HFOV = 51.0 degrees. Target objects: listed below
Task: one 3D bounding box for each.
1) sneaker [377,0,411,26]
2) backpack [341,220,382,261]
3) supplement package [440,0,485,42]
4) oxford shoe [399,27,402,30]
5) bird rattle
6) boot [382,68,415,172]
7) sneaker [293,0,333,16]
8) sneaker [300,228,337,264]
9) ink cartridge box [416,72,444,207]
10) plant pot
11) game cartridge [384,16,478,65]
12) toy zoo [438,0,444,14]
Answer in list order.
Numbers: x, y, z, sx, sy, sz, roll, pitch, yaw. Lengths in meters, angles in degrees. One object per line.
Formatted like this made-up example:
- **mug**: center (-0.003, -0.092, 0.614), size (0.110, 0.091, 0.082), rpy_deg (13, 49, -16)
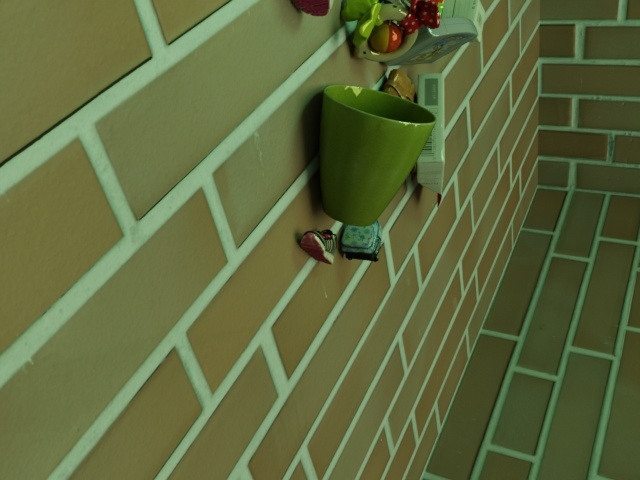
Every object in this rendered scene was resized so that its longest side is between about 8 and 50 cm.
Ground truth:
- **sneaker**: center (0.205, -0.616, 1.730), size (0.153, 0.235, 0.094), rpy_deg (-34, 99, -40)
- **backpack**: center (0.115, -0.011, 1.832), size (0.084, 0.105, 0.114), rpy_deg (59, 41, -53)
- **supplement package**: center (0.414, -0.694, 2.119), size (0.105, 0.179, 0.105), rpy_deg (17, 83, -63)
- **oxford shoe**: center (0.296, -0.759, 1.936), size (0.133, 0.130, 0.363), rpy_deg (21, 80, -69)
- **bird rattle**: center (0.175, -0.542, 1.684), size (0.207, 0.254, 0.143), rpy_deg (107, -33, -55)
- **boot**: center (0.232, -0.344, 1.982), size (0.283, 0.109, 0.220), rpy_deg (43, 55, -50)
- **sneaker**: center (-0.021, -0.589, 1.390), size (0.111, 0.103, 0.252), rpy_deg (-60, 147, -32)
- **sneaker**: center (0.000, 0.000, 1.660), size (0.170, 0.063, 0.074), rpy_deg (49, 56, -63)
- **ink cartridge box**: center (0.355, -0.313, 2.198), size (0.385, 0.091, 0.308), rpy_deg (71, 20, -70)
- **plant pot**: center (0.107, -0.193, 1.631), size (0.275, 0.275, 0.293), rpy_deg (-30, 140, -57)
- **game cartridge**: center (0.327, -0.574, 1.935), size (0.297, 0.198, 0.062), rpy_deg (-21, 92, -49)
- **toy zoo**: center (0.339, -0.739, 2.004), size (0.192, 0.030, 0.293), rpy_deg (155, -49, -78)
